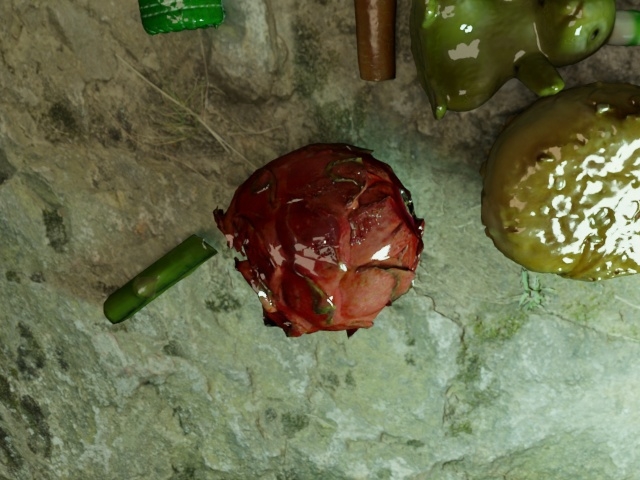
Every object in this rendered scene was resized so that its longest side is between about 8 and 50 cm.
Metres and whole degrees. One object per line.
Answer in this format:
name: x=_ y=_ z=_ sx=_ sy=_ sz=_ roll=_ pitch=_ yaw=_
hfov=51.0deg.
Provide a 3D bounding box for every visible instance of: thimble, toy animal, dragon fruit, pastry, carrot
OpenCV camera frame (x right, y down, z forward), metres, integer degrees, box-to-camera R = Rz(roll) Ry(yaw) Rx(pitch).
thimble: x=-0.210 y=-0.361 z=1.014 sx=0.129 sy=0.118 sz=0.090 roll=-10 pitch=107 yaw=-10
toy animal: x=0.290 y=-0.288 z=0.876 sx=0.362 sy=0.180 sz=0.181 roll=-12 pitch=104 yaw=17
dragon fruit: x=0.000 y=0.000 z=1.012 sx=0.301 sy=0.296 sz=0.296 roll=-20 pitch=105 yaw=18
pastry: x=0.368 y=-0.085 z=0.932 sx=0.315 sy=0.184 sz=0.285 roll=3 pitch=120 yaw=-8
carrot: x=0.080 y=-0.347 z=0.968 sx=0.067 sy=0.067 sz=0.225 roll=2 pitch=114 yaw=14

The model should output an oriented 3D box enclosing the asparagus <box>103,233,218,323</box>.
asparagus: x=-0.297 y=0.067 z=1.238 sx=0.277 sy=0.067 sz=0.060 roll=-33 pitch=73 yaw=20
